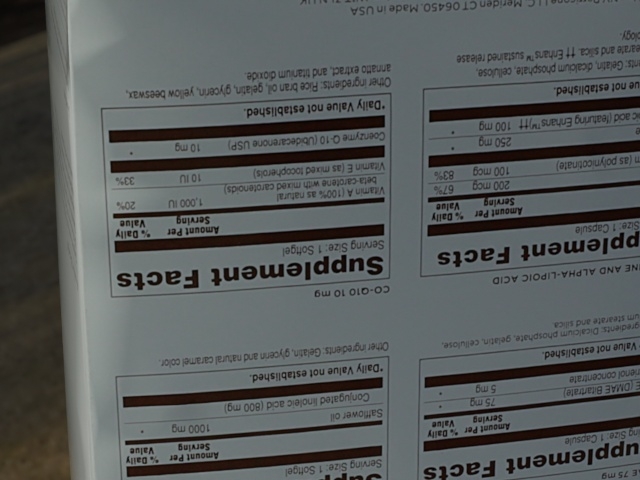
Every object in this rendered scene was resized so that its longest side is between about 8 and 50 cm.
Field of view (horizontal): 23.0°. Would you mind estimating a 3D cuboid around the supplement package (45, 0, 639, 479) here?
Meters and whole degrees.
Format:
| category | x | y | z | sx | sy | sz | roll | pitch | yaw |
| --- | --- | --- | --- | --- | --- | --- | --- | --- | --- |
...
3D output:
| category | x | y | z | sx | sy | sz | roll | pitch | yaw |
| --- | --- | --- | --- | --- | --- | --- | --- | --- | --- |
| supplement package | 0.000 | 0.000 | 0.450 | 0.149 | 0.203 | 0.194 | -4 | 21 | -11 |
